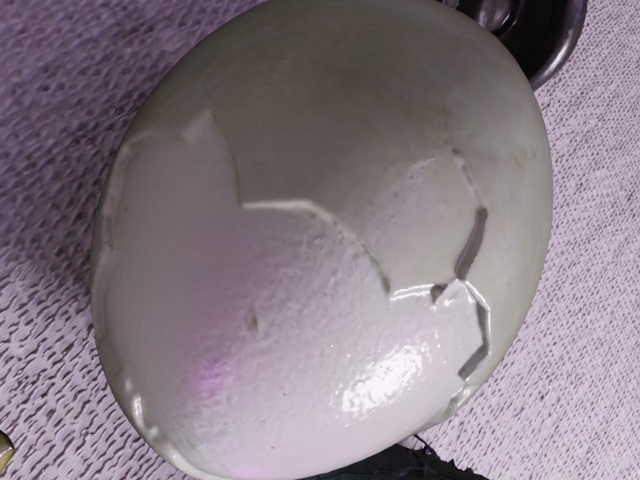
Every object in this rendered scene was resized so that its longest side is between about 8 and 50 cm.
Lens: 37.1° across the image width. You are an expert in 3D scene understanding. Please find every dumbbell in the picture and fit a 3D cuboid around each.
[{"bbox_3d":[0.116,-0.218,0.837,0.290,0.192,0.192,-5,86,-45],"label":"dumbbell"}]

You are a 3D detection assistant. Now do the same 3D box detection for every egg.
[{"bbox_3d":[0.000,0.000,0.609,0.278,0.278,0.336,46,50,-30],"label":"egg"}]

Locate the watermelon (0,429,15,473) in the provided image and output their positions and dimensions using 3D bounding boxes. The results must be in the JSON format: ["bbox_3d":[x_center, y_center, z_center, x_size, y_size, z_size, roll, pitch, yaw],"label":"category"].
[{"bbox_3d":[-0.295,0.161,0.396,0.128,0.159,0.303,48,48,10],"label":"watermelon"}]

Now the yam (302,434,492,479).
[{"bbox_3d":[0.150,0.287,0.697,0.241,0.348,0.241,-7,100,-47],"label":"yam"}]
